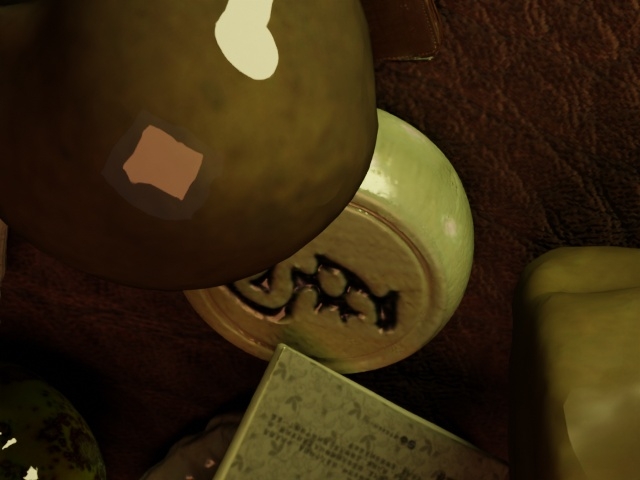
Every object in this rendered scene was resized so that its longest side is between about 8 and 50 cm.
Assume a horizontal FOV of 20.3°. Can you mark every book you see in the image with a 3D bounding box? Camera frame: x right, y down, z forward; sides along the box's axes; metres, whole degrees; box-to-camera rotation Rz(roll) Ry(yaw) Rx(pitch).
[{"bbox_3d":[-0.017,0.306,1.492,0.264,0.379,0.031,29,173,-29],"label":"book"}]

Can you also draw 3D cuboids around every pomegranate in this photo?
[{"bbox_3d":[-0.283,0.217,1.675,0.276,0.222,0.204,1,130,-44],"label":"pomegranate"}]

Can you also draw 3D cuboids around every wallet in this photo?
[{"bbox_3d":[0.027,-0.203,1.308,0.095,0.026,0.176,-5,131,24],"label":"wallet"}]

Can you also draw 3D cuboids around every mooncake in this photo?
[{"bbox_3d":[0.280,0.226,1.390,0.262,0.467,0.467,-5,133,3],"label":"mooncake"}]

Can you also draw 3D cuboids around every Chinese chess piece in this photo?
[{"bbox_3d":[0.000,0.000,1.457,0.250,0.101,0.250,6,135,7],"label":"Chinese chess piece"}]

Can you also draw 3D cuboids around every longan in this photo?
[{"bbox_3d":[-0.106,-0.104,1.246,0.297,0.297,0.297,6,134,6],"label":"longan"}]

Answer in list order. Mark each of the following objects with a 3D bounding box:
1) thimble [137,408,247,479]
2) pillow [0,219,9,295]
[{"bbox_3d":[-0.067,0.310,1.639,0.195,0.291,0.291,38,129,-24],"label":"thimble"},{"bbox_3d":[-0.392,-0.010,1.543,0.254,0.078,0.144,9,125,2],"label":"pillow"}]
